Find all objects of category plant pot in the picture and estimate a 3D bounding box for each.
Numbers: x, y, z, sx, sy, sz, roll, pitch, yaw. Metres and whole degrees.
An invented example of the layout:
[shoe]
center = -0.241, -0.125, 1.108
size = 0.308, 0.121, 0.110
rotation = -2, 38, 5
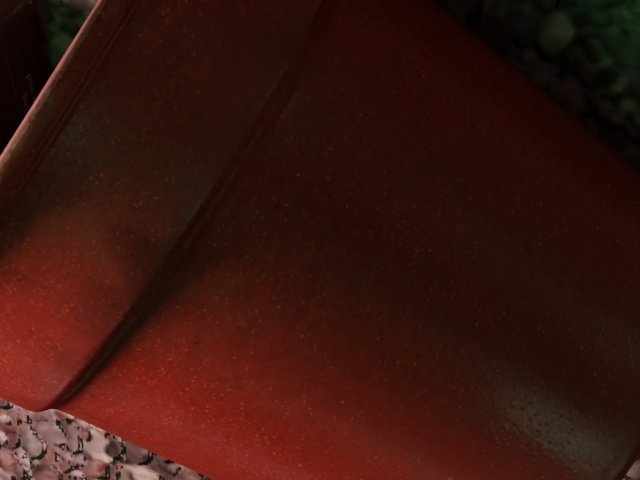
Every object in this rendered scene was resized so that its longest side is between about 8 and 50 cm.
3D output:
[plant pot]
center = 0.000, 0.000, 0.588
size = 0.265, 0.272, 0.272
rotation = 32, 131, -12

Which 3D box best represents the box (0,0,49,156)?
[box]
center = -0.250, -0.016, 0.701
size = 0.167, 0.203, 0.168
rotation = 8, 126, 18
